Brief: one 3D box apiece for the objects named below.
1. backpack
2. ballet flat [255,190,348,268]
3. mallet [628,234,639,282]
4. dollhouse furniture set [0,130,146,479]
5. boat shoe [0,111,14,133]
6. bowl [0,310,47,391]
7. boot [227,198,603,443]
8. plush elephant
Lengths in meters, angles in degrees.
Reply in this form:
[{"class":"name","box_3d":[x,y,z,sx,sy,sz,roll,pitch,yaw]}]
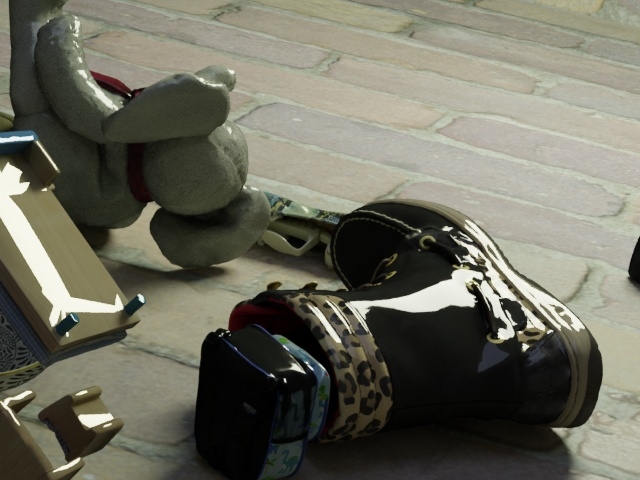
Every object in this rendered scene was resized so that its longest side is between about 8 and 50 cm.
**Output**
[{"class":"backpack","box_3d":[-0.047,0.136,1.366,0.084,0.114,0.105,-7,29,-40]},{"class":"ballet flat","box_3d":[0.000,0.000,1.855,0.188,0.070,0.070,13,20,15]},{"class":"mallet","box_3d":[0.415,0.045,1.901,0.039,0.062,0.190,-4,24,-29]},{"class":"dollhouse furniture set","box_3d":[-0.275,0.090,1.329,0.286,0.198,0.303,53,23,7]},{"class":"boat shoe","box_3d":[-0.465,-0.104,1.841,0.302,0.103,0.113,17,34,17]},{"class":"bowl","box_3d":[-0.288,0.074,1.441,0.170,0.080,0.170,7,45,-7]},{"class":"boot","box_3d":[0.044,0.070,1.573,0.284,0.138,0.377,-4,29,-33]},{"class":"plush elephant","box_3d":[-0.186,-0.108,1.768,0.255,0.272,0.330,-4,49,1]}]
